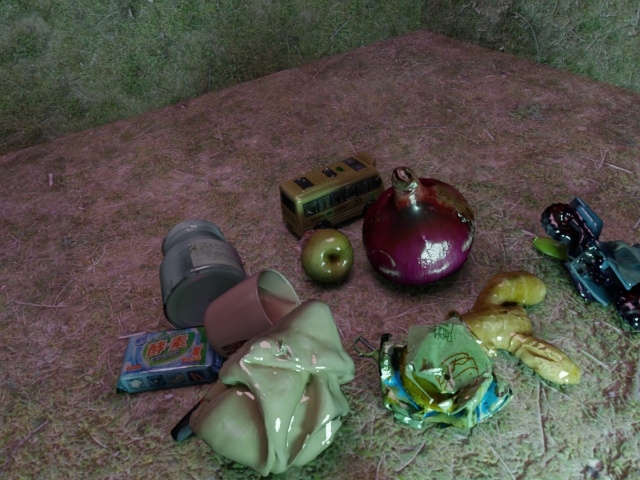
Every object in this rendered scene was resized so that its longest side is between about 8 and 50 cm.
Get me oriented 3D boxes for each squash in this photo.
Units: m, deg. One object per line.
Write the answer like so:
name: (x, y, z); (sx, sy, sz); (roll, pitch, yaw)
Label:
squash: (0.741, 0.029, 1.536); (0.201, 0.066, 0.066); (23, 47, 35)

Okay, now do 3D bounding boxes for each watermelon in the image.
watermelon: (0.002, 0.007, 1.680); (0.180, 0.094, 0.081); (-15, 32, -35)

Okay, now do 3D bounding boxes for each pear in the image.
pear: (0.023, 0.046, 1.557); (0.167, 0.167, 0.136); (-13, 11, -8)

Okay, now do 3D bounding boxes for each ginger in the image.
ginger: (0.448, 0.203, 1.319); (0.348, 0.122, 0.363); (4, 48, 2)

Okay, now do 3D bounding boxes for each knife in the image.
knife: (0.155, 0.314, 1.307); (0.054, 0.015, 0.212); (-30, 43, -26)

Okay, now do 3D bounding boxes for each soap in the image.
soap: (-0.392, 0.312, 1.352); (0.293, 0.077, 0.156); (-8, 38, -2)

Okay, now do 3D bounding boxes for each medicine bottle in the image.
medicine bottle: (-0.353, 0.092, 1.497); (0.245, 0.245, 0.290); (-18, 39, -13)

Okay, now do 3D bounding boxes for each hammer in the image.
hammer: (-0.247, 0.354, 1.197); (0.290, 0.137, 0.037); (-48, 47, -6)

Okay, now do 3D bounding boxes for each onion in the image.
onion: (0.273, -0.064, 1.484); (0.348, 0.385, 0.348); (-12, 47, 14)

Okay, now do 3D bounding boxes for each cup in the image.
cup: (-0.162, 0.207, 1.342); (0.200, 0.253, 0.191); (-29, 61, 23)

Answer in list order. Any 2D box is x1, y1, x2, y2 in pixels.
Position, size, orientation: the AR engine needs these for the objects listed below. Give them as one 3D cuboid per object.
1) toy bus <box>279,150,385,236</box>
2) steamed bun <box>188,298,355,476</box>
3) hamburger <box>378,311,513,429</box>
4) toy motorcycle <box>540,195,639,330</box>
toy bus: (0.046, -0.163, 1.793); (0.365, 0.202, 0.177); (-24, 39, -21)
steamed bun: (-0.073, 0.339, 1.077); (0.367, 0.342, 0.255); (-26, 62, -41)
hamburger: (0.263, 0.294, 1.139); (0.276, 0.150, 0.260); (-17, 65, -1)
toy motorcycle: (0.800, 0.048, 1.396); (0.232, 0.172, 0.416); (-23, 62, -22)
